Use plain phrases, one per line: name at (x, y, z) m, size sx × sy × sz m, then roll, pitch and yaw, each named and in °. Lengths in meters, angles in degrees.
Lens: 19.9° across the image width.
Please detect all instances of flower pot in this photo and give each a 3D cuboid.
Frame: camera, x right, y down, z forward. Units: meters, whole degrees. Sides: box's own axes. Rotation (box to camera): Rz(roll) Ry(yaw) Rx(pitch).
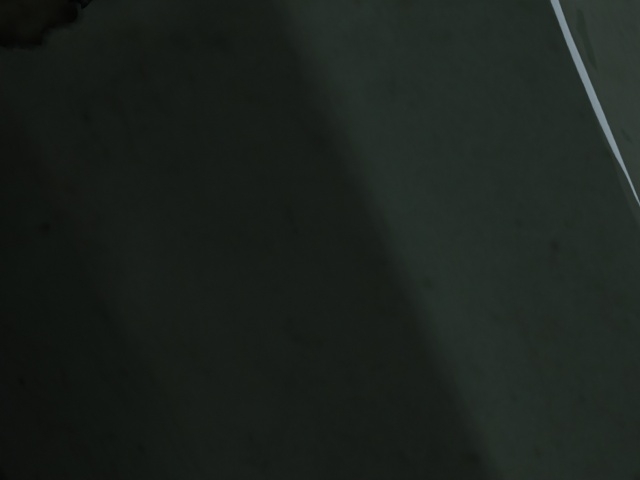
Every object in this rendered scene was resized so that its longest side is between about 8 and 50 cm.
flower pot at (0.000, 0.000, 0.446) m, size 0.259 × 0.290 × 0.290 m, roll 66°, pitch 10°, yaw 4°
